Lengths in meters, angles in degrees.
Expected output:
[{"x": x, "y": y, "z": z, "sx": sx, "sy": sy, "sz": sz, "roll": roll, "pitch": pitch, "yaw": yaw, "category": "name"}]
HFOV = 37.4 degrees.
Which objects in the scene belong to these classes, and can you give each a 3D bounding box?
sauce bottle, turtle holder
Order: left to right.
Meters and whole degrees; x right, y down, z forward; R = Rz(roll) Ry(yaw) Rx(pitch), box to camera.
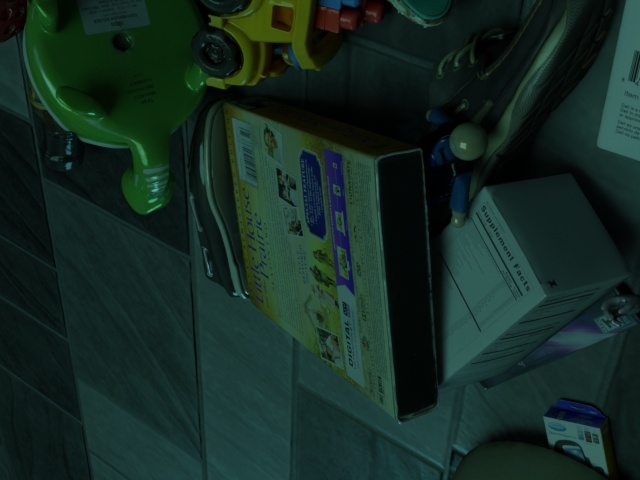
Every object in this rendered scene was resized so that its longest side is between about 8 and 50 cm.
[{"x": -0.402, "y": -0.258, "z": 1.487, "sx": 0.111, "sy": 0.111, "sz": 0.344, "roll": 34, "pitch": 135, "yaw": 21, "category": "sauce bottle"}, {"x": -0.260, "y": -0.225, "z": 1.296, "sx": 0.320, "sy": 0.243, "sz": 0.227, "roll": 47, "pitch": 162, "yaw": -10, "category": "turtle holder"}]

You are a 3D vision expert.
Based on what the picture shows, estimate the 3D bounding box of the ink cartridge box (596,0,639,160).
[{"x": 0.374, "y": -0.192, "z": 0.789, "sx": 0.211, "sy": 0.121, "sz": 0.289, "roll": 25, "pitch": 132, "yaw": 29, "category": "ink cartridge box"}]

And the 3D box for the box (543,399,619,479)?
[{"x": 0.337, "y": 0.270, "z": 1.222, "sx": 0.081, "sy": 0.028, "sz": 0.136, "roll": 5, "pitch": 122, "yaw": 42, "category": "box"}]

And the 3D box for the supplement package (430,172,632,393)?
[{"x": 0.197, "y": 0.053, "z": 1.055, "sx": 0.244, "sy": 0.134, "sz": 0.139, "roll": -52, "pitch": 56, "yaw": 49, "category": "supplement package"}]

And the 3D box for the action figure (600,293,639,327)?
[{"x": 0.427, "y": 0.117, "z": 0.906, "sx": 0.276, "sy": 0.248, "sz": 0.370, "roll": 8, "pitch": 101, "yaw": 1, "category": "action figure"}]

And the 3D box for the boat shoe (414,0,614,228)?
[{"x": 0.175, "y": -0.153, "z": 1.000, "sx": 0.130, "sy": 0.132, "sz": 0.355, "roll": 43, "pitch": 138, "yaw": 15, "category": "boat shoe"}]

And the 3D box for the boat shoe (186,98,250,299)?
[{"x": -0.153, "y": -0.056, "z": 1.393, "sx": 0.096, "sy": 0.112, "sz": 0.335, "roll": 15, "pitch": 130, "yaw": 30, "category": "boat shoe"}]

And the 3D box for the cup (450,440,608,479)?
[{"x": 0.263, "y": 0.468, "z": 1.247, "sx": 0.331, "sy": 0.237, "sz": 0.331, "roll": 28, "pitch": 140, "yaw": 26, "category": "cup"}]

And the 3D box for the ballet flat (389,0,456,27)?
[{"x": 0.068, "y": -0.335, "z": 1.028, "sx": 0.241, "sy": 0.091, "sz": 0.077, "roll": 60, "pitch": 170, "yaw": -2, "category": "ballet flat"}]

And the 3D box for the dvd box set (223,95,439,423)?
[{"x": 0.000, "y": 0.000, "z": 1.166, "sx": 0.420, "sy": 0.062, "sz": 0.307, "roll": 29, "pitch": 129, "yaw": 59, "category": "dvd box set"}]

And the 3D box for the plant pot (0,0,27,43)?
[{"x": -0.511, "y": -0.396, "z": 1.444, "sx": 0.191, "sy": 0.174, "sz": 0.191, "roll": 25, "pitch": 132, "yaw": 30, "category": "plant pot"}]

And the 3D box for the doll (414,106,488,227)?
[{"x": 0.123, "y": -0.072, "z": 0.985, "sx": 0.189, "sy": 0.046, "sz": 0.129, "roll": 137, "pitch": 122, "yaw": -64, "category": "doll"}]

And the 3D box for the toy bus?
[{"x": -0.030, "y": -0.273, "z": 1.120, "sx": 0.212, "sy": 0.149, "sz": 0.220, "roll": 20, "pitch": 133, "yaw": 13, "category": "toy bus"}]

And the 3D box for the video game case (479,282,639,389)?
[{"x": 0.239, "y": 0.066, "z": 1.174, "sx": 0.196, "sy": 0.026, "sz": 0.274, "roll": 53, "pitch": 139, "yaw": 1, "category": "video game case"}]
